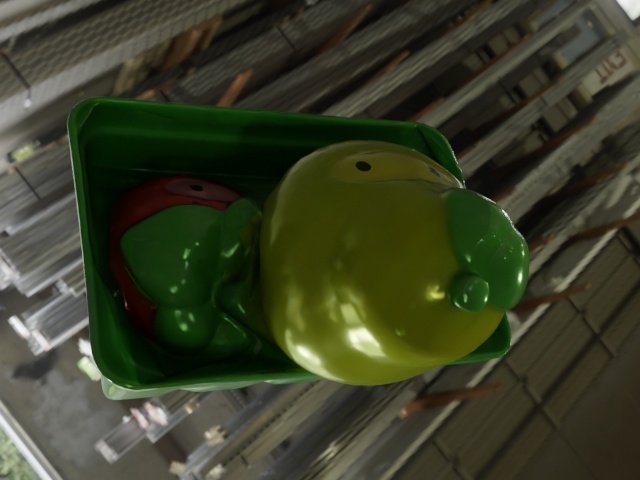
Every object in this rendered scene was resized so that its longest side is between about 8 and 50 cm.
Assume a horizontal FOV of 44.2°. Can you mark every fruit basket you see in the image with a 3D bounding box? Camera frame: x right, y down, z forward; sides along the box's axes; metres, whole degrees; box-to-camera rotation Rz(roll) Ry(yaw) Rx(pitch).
[{"bbox_3d":[0.000,0.000,0.625,0.392,0.282,0.392,-11,156,-5],"label":"fruit basket"}]
